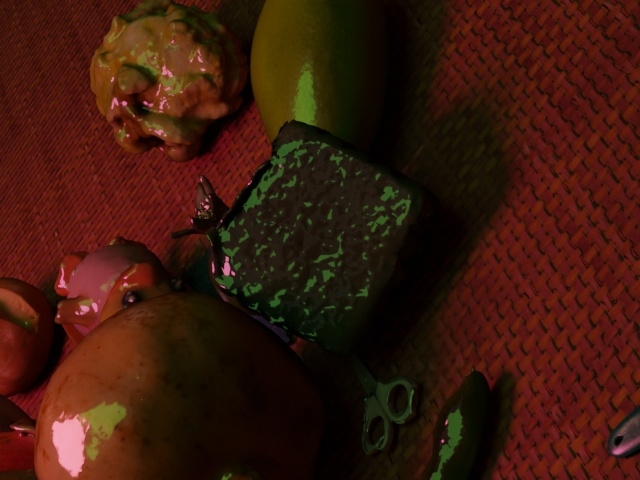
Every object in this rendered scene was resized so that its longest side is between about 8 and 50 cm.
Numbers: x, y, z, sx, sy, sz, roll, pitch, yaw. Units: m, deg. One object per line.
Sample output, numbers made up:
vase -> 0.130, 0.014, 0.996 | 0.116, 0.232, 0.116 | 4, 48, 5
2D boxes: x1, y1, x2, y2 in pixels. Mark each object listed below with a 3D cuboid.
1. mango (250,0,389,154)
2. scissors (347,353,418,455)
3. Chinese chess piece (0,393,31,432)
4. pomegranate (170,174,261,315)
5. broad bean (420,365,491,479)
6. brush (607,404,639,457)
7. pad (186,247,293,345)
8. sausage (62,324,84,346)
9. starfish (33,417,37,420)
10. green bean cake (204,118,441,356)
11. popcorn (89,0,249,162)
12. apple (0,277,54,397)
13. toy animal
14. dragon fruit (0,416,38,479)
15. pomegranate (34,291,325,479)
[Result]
mango -> -0.002, -0.198, 1.936 | 0.192, 0.156, 0.343 | -31, 48, 44
scissors -> 0.056, 0.163, 1.744 | 0.100, 0.015, 0.189 | -57, 32, 16
Chinese chess piece -> -0.528, 0.366, 2.127 | 0.146, 0.349, 0.349 | 27, 91, 41
pomegranate -> -0.093, 0.003, 1.895 | 0.131, 0.191, 0.152 | -12, 56, 55
broad bean -> 0.130, 0.248, 1.555 | 0.065, 0.046, 0.254 | -6, 65, 45
brush -> 0.320, 0.132, 1.377 | 0.193, 0.032, 0.043 | -43, 39, 28
pad -> -0.134, 0.107, 2.052 | 0.270, 0.012, 0.269 | -43, 39, 29
sausage -> -0.355, 0.139, 2.316 | 0.041, 0.039, 0.131 | -53, 35, 4
starfish -> -0.419, 0.273, 2.327 | 0.091, 0.028, 0.078 | -28, 53, 39
green bean cake -> 0.000, 0.000, 1.751 | 0.223, 0.125, 0.227 | 31, 92, 14
popcorn -> -0.221, -0.242, 2.245 | 0.256, 0.195, 0.254 | -8, 67, 32
apple -> -0.499, 0.146, 2.396 | 0.199, 0.199, 0.199 | -33, 44, 39
toy animal -> -0.246, 0.097, 2.066 | 0.281, 0.195, 0.169 | 18, 124, 61
dragon fruit -> -0.318, 0.363, 1.933 | 0.305, 0.226, 0.305 | 173, 90, -88
pomegranate -> -0.144, 0.225, 1.720 | 0.342, 0.342, 0.342 | -33, 44, 39
